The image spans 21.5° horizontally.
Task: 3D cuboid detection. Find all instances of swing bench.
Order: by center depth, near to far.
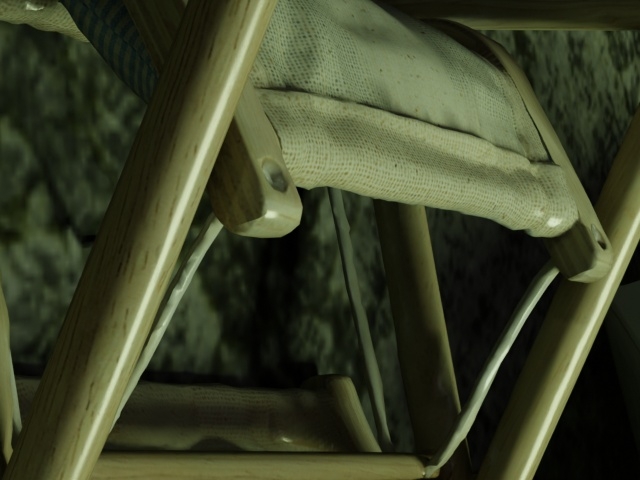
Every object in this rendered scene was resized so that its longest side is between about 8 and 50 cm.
[{"bbox_3d":[0.000,0.000,0.486,0.253,0.165,0.254,13,83,-57],"label":"swing bench"}]

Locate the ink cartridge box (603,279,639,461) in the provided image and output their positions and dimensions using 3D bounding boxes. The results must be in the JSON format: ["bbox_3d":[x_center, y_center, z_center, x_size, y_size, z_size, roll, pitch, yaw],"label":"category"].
[{"bbox_3d":[0.247,0.162,0.751,0.307,0.129,0.223,-107,180,-65],"label":"ink cartridge box"}]
